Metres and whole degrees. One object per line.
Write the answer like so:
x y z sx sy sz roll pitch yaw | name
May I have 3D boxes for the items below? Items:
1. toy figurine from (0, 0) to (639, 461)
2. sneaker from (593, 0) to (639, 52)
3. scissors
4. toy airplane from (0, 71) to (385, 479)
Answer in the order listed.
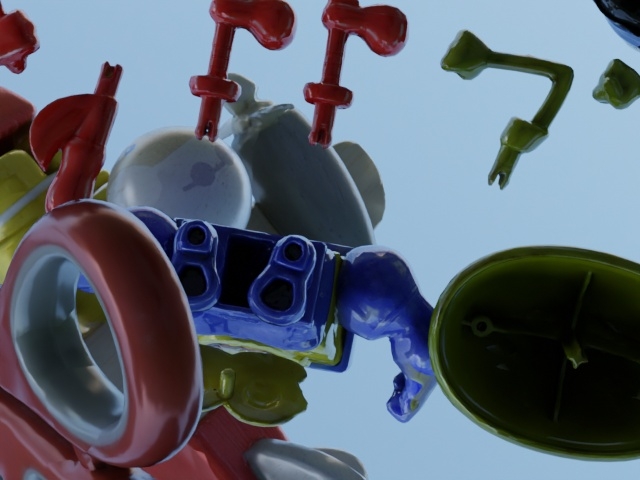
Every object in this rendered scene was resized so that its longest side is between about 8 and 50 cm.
0.000 0.000 0.919 0.362 0.217 0.191 8 -97 1 | toy figurine
0.195 -0.104 0.838 0.152 0.058 0.084 10 178 25 | sneaker
-0.096 0.031 0.482 0.021 0.297 0.109 -20 -72 -29 | scissors
-0.103 0.052 1.175 0.384 0.272 0.386 9 -133 -23 | toy airplane
